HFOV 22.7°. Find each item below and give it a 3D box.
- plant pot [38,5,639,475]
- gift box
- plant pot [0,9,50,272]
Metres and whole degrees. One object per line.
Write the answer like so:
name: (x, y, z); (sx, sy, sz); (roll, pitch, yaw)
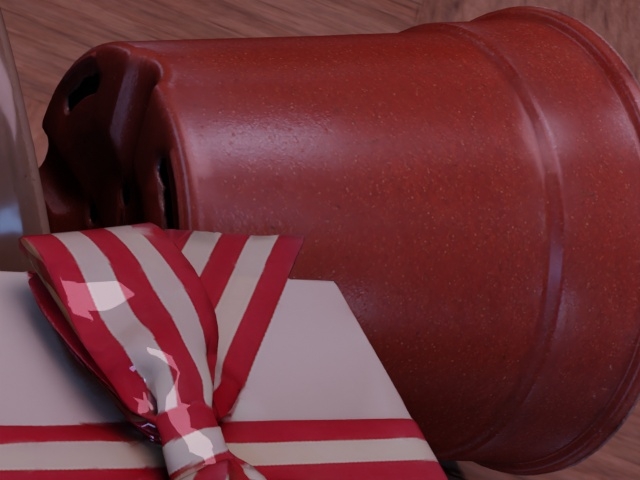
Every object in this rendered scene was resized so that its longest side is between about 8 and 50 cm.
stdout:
plant pot: (0.000, 0.000, 0.855); (0.265, 0.272, 0.272); (0, 39, -32)
gift box: (-0.067, 0.146, 0.623); (0.276, 0.258, 0.255); (-2, 41, -32)
plant pot: (-0.259, -0.004, 0.765); (0.229, 0.263, 0.263); (-10, 42, -15)
